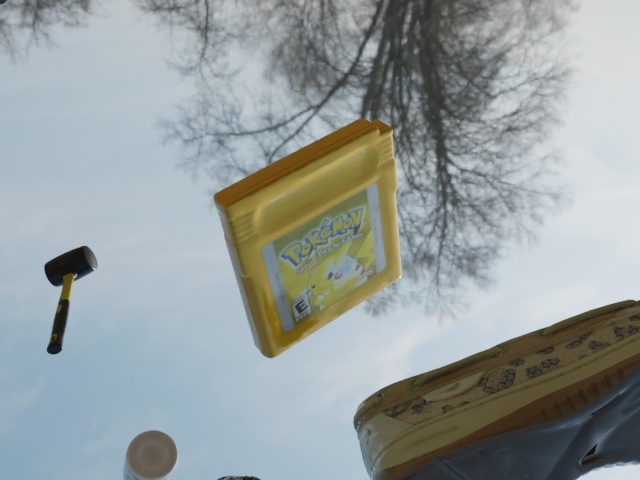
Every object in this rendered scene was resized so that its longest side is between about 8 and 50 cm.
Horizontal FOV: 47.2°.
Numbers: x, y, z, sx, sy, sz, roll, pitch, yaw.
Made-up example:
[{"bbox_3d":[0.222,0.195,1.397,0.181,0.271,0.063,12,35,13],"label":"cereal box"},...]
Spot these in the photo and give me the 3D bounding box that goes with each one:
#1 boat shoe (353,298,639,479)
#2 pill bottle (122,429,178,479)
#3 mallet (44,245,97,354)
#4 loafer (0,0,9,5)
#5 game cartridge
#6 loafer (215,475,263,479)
[{"bbox_3d":[0.157,0.081,0.437,0.285,0.104,0.089,-19,-147,-2],"label":"boat shoe"},{"bbox_3d":[-0.408,0.537,1.745,0.119,0.208,0.119,8,-123,-13],"label":"pill bottle"},{"bbox_3d":[-0.302,0.068,0.890,0.062,0.039,0.189,-29,-147,-2],"label":"mallet"},{"bbox_3d":[-0.225,-0.208,0.396,0.134,0.130,0.366,5,-174,1],"label":"loafer"},{"bbox_3d":[0.000,0.000,1.111,0.285,0.323,0.053,-31,-132,-21],"label":"game cartridge"},{"bbox_3d":[-0.087,0.503,1.380,0.095,0.302,0.109,-24,-132,18],"label":"loafer"}]
